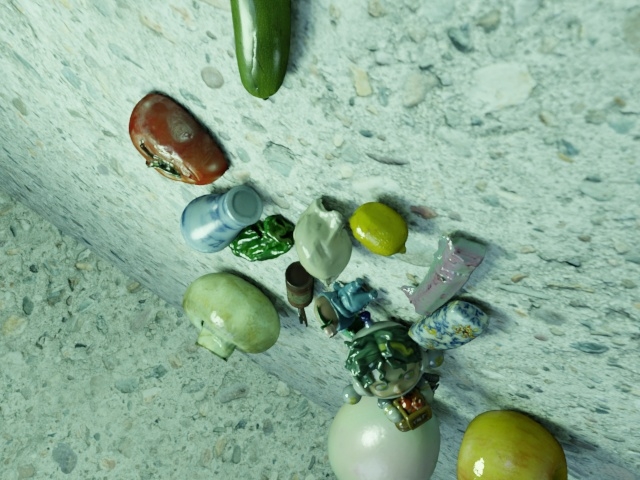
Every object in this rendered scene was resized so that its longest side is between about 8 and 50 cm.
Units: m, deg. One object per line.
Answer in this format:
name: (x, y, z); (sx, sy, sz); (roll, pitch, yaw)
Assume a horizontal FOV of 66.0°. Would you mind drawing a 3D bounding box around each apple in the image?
apple: (0.476, 0.565, 1.222); (0.233, 0.286, 0.286); (4, 143, 38)

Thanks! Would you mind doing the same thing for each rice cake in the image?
rice cake: (0.209, 0.070, 0.885); (0.081, 0.051, 0.290); (30, 156, 7)

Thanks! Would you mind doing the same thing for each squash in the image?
squash: (-0.075, -0.266, 0.588); (0.080, 0.071, 0.318); (29, 156, 14)

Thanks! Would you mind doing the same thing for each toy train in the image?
toy train: (0.058, 0.202, 1.311); (0.170, 0.071, 0.111); (47, 160, -27)

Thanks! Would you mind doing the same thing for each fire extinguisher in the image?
fire extinguisher: (-0.059, 0.152, 1.315); (0.075, 0.106, 0.252); (11, 153, 3)

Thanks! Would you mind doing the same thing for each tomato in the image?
tomato: (-0.305, -0.183, 1.011); (0.228, 0.101, 0.228); (26, 157, 12)

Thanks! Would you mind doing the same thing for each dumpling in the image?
dumpling: (0.000, 0.000, 0.958); (0.136, 0.118, 0.199); (54, 146, 33)

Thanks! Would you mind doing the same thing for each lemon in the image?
lemon: (0.102, -0.017, 0.821); (0.111, 0.082, 0.082); (35, 156, -3)

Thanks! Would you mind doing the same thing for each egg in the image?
egg: (0.230, 0.633, 1.590); (0.355, 0.354, 0.339); (33, 138, 3)

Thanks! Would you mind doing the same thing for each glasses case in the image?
glasses case: (0.257, 0.180, 1.014); (0.087, 0.065, 0.248); (31, 155, 2)

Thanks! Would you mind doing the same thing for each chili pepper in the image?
chili pepper: (-0.138, 0.004, 1.175); (0.099, 0.083, 0.253); (52, 148, -16)

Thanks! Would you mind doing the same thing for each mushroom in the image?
mushroom: (-0.300, 0.261, 1.642); (0.352, 0.260, 0.352); (27, 160, 10)

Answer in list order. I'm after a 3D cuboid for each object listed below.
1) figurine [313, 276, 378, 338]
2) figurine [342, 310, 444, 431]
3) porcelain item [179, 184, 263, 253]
figurine: (0.043, 0.154, 1.149); (0.114, 0.144, 0.178); (54, 130, 8)
figurine: (0.182, 0.348, 1.235); (0.186, 0.261, 0.381); (39, 160, 54)
porcelain item: (-0.234, -0.048, 1.134); (0.141, 0.141, 0.259); (44, 146, -22)
